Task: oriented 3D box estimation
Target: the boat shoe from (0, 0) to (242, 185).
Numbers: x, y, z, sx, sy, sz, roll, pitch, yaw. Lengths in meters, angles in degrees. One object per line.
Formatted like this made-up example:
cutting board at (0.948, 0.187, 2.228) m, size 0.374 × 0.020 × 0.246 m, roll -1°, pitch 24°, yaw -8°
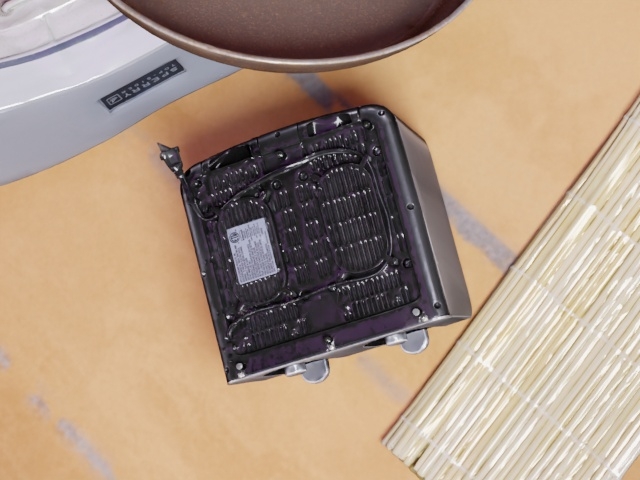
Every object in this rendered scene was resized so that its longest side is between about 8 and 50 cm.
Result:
boat shoe at (-0.196, -0.163, 1.394) m, size 0.367 × 0.136 × 0.156 m, roll -26°, pitch 68°, yaw 6°

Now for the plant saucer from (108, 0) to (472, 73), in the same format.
plant saucer at (-0.033, -0.221, 1.318) m, size 0.310 × 0.050 × 0.311 m, roll 5°, pitch 50°, yaw -7°

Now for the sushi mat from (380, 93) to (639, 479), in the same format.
sushi mat at (0.186, 0.065, 1.299) m, size 0.151 × 0.019 × 0.316 m, roll 37°, pitch 95°, yaw 18°

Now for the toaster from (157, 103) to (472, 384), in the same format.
toaster at (0.000, 0.000, 1.321) m, size 0.168 × 0.110 × 0.186 m, roll -18°, pitch 78°, yaw 15°
